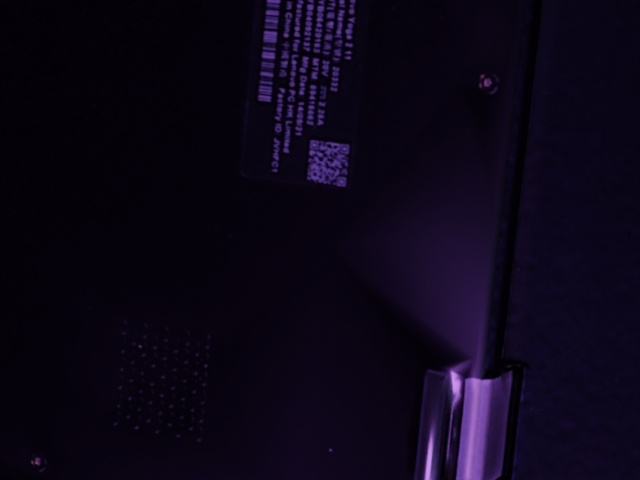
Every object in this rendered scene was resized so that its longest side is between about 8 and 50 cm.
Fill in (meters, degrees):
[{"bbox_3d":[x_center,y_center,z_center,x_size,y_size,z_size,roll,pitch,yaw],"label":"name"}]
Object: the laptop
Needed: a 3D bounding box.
[{"bbox_3d":[0.045,-0.113,0.529,0.408,0.236,0.382,8,97,20],"label":"laptop"}]
